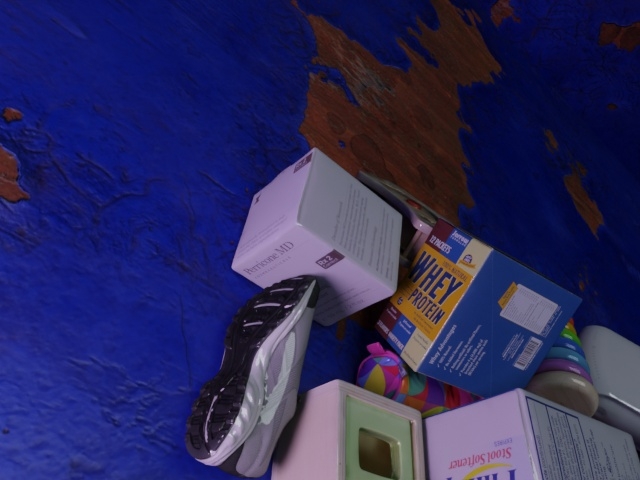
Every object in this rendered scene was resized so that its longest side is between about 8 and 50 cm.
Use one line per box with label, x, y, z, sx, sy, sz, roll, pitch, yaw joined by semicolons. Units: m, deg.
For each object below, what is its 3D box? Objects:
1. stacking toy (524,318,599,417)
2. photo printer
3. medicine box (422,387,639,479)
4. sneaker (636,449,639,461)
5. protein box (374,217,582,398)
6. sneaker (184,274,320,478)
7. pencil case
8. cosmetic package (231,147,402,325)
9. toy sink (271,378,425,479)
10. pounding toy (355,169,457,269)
stacking toy;0.486;0.216;1.270;0.141;0.141;0.330;43;35;-17
photo printer;0.694;0.337;1.350;0.307;0.107;0.256;30;37;3
medicine box;0.254;0.336;0.826;0.289;0.263;0.149;27;47;-33
sneaker;0.655;0.498;1.288;0.098;0.083;0.224;33;45;-20
protein box;0.231;0.109;0.903;0.201;0.200;0.136;26;9;-27
sneaker;-0.065;0.158;0.746;0.108;0.100;0.272;48;50;-31
pencil case;0.160;0.235;0.928;0.236;0.104;0.104;27;48;-35
cosmetic package;0.000;0.000;0.873;0.183;0.151;0.151;34;45;-25
toy sink;0.036;0.309;0.720;0.152;0.131;0.234;29;47;-30
pounding toy;0.135;0.014;1.014;0.269;0.155;0.154;38;19;27
